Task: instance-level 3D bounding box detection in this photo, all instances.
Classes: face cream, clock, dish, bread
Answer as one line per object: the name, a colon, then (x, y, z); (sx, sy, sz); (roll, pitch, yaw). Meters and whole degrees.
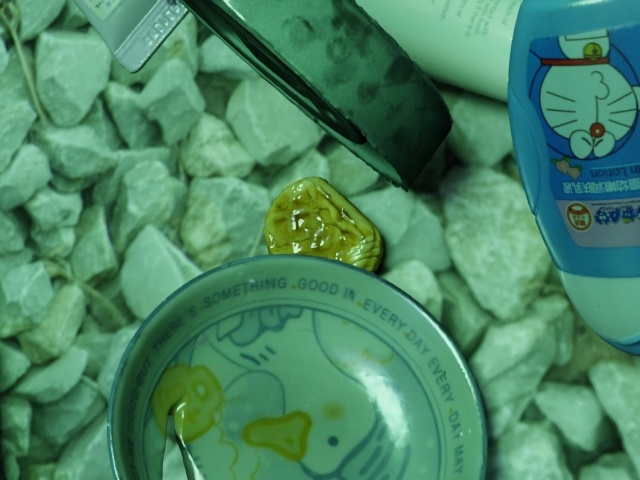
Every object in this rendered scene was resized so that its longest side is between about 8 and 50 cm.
face cream: (-0.218, -0.303, 1.138); (0.274, 0.096, 0.154); (45, 97, 14)
face cream: (0.166, -0.143, 0.904); (0.311, 0.092, 0.092); (22, 89, 29)
clock: (-0.033, -0.160, 0.884); (0.312, 0.312, 0.061); (41, 90, 27)
dish: (-0.024, 0.160, 0.904); (0.273, 0.134, 0.273); (5, 59, -9)
face cream: (0.207, -0.044, 0.811); (0.149, 0.083, 0.264); (-3, 109, 36)
bread: (0.000, 0.000, 0.981); (0.110, 0.044, 0.083); (44, 103, 28)

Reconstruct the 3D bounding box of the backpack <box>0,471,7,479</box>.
backpack: (-0.459, 0.184, 1.075); (0.378, 0.201, 0.354); (-13, 75, 21)
